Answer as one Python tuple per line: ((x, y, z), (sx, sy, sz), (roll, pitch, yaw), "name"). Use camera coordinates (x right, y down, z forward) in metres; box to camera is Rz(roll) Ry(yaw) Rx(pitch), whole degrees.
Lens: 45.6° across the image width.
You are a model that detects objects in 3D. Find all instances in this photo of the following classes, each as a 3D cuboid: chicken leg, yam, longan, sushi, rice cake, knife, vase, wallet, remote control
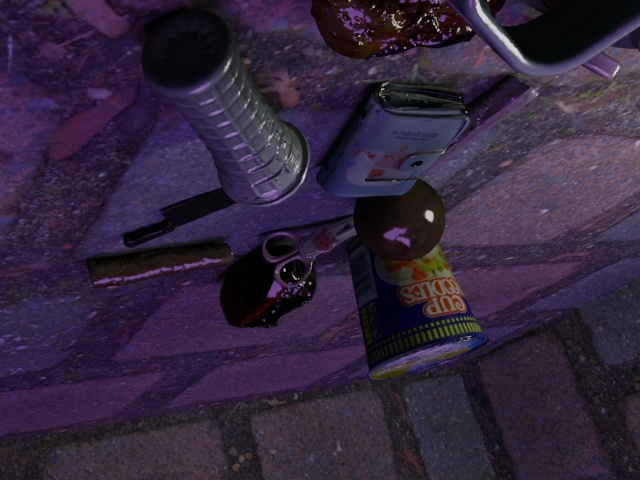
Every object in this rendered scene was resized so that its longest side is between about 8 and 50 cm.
((0.091, -0.278, 0.885), (0.323, 0.082, 0.177), (-13, 159, -21), "chicken leg")
((-0.306, 0.043, 1.461), (0.274, 0.061, 0.061), (-10, 159, -20), "yam")
((0.149, -0.043, 1.447), (0.167, 0.167, 0.187), (-31, 159, 33), "longan")
((-0.112, 0.100, 1.651), (0.126, 0.136, 0.225), (2, 146, -46), "sushi")
((0.254, -0.192, 1.299), (0.055, 0.049, 0.270), (-15, 163, -49), "rice cake")
((-0.245, -0.046, 1.339), (0.245, 0.019, 0.072), (-22, 155, 6), "knife")
((-0.115, -0.162, 0.976), (0.143, 0.143, 0.299), (-19, 157, 6), "vase")
((0.116, -0.160, 1.249), (0.176, 0.074, 0.250), (-1, 154, -23), "wallet")
((0.340, -0.258, 1.022), (0.029, 0.088, 0.190), (-60, -174, 20), "remote control")

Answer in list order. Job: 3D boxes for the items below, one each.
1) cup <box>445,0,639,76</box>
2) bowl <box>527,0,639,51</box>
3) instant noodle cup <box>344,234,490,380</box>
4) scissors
((0.216, -0.344, 0.540), (0.393, 0.310, 0.401), (-17, 167, -12), "cup")
((0.431, -0.330, 0.933), (0.338, 0.157, 0.337), (-14, 159, -5), "bowl")
((0.185, 0.115, 1.658), (0.284, 0.312, 0.284), (-15, 161, -5), "instant noodle cup")
((0.000, 0.000, 1.561), (0.242, 0.118, 0.030), (-28, 179, -13), "scissors")
